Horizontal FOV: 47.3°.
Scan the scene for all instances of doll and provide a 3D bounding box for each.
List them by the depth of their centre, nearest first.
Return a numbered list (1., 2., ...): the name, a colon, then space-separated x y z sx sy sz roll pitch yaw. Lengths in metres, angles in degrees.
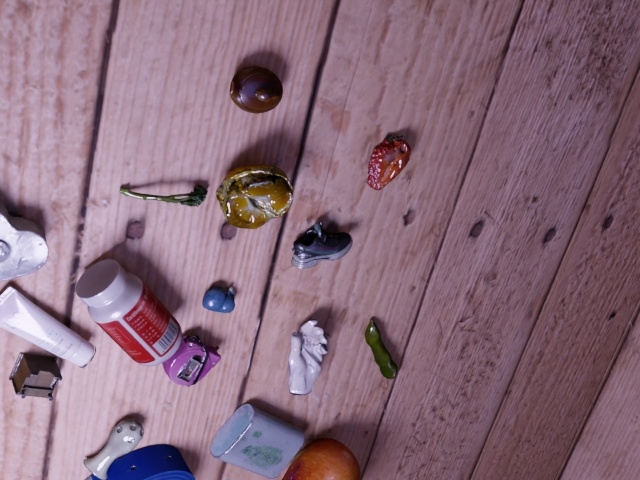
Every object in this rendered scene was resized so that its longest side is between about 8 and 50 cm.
1. doll: -0.241 0.141 1.745 0.083 0.050 0.076 25 97 -39

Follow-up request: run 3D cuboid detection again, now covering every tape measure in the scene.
1. tape measure: -0.316 0.288 1.763 0.118 0.074 0.125 35 92 -41

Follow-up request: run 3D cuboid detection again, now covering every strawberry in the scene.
1. strawberry: 0.171 -0.193 1.820 0.104 0.048 0.152 12 106 -34

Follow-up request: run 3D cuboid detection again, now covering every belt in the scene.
1. belt: -0.489 0.665 1.844 0.347 0.117 0.212 -32 131 -15

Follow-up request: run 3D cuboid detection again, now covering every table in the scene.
1. table: -0.608 0.296 1.568 0.083 0.082 0.070 17 105 -39

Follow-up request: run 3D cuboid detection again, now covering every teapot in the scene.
1. teapot: -0.134 -0.311 1.524 0.129 0.078 0.098 5 113 -35

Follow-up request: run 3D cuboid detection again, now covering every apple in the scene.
1. apple: 0.006 0.700 2.106 0.251 0.206 0.271 -48 160 -49

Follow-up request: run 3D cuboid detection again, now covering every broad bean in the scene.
1. broad bean: 0.176 0.328 2.135 0.256 0.052 0.052 66 33 -36

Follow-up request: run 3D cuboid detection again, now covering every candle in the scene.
1. candle: -0.631 0.013 1.395 0.168 0.068 0.192 -50 128 4

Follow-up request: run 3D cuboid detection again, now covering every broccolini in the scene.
1. broccolini: -0.324 -0.096 1.545 0.194 0.052 0.054 4 110 -35

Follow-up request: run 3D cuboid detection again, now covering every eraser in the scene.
1. eraser: -0.171 0.559 2.018 0.174 0.081 0.227 -51 132 1

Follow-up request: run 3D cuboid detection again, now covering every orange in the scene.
1. orange: -0.147 -0.106 1.619 0.170 0.112 0.160 11 123 -13

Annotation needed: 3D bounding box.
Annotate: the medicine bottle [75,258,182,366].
1. medicine bottle: -0.412 0.159 1.585 0.131 0.131 0.250 -38 130 -9

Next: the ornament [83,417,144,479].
1. ornament: -0.495 0.499 1.775 0.156 0.075 0.081 -49 174 1

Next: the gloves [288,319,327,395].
1. gloves: -0.040 0.308 1.946 0.119 0.097 0.229 -4 123 -37

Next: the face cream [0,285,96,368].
1. face cream: -0.585 0.189 1.543 0.092 0.058 0.244 -45 126 3

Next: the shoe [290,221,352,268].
1. shoe: 0.000 0.000 1.809 0.169 0.071 0.099 -21 124 -18
